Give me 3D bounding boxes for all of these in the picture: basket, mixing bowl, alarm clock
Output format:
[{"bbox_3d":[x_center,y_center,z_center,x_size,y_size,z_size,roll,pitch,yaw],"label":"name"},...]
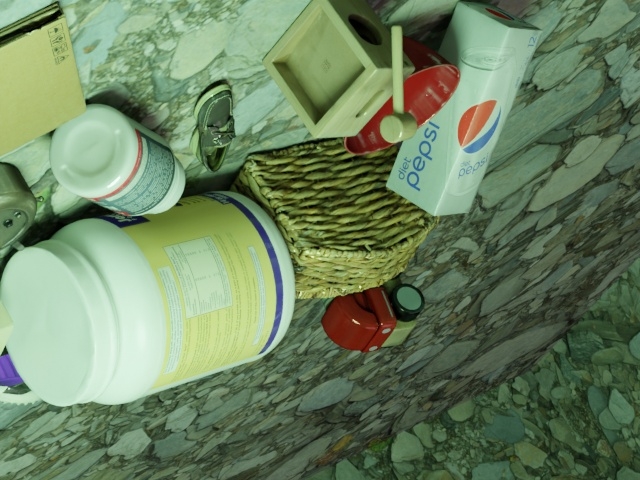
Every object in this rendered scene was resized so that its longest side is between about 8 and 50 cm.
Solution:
[{"bbox_3d":[0.000,0.000,2.178,0.299,0.213,0.223,-15,153,-43],"label":"basket"},{"bbox_3d":[0.083,-0.207,1.988,0.181,0.098,0.181,-30,160,-12],"label":"mixing bowl"},{"bbox_3d":[-0.395,-0.031,1.700,0.129,0.064,0.192,-37,158,9],"label":"alarm clock"}]

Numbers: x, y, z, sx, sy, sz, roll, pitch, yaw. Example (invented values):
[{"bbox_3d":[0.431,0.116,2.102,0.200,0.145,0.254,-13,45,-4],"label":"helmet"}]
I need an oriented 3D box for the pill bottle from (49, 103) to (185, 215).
[{"bbox_3d":[-0.229,-0.086,1.756,0.108,0.108,0.180,-37,161,9],"label":"pill bottle"}]

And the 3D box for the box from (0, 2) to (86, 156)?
[{"bbox_3d":[-0.329,-0.152,1.567,0.164,0.021,0.201,-29,161,-14],"label":"box"}]

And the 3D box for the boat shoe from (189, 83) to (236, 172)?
[{"bbox_3d":[-0.128,-0.139,1.882,0.056,0.049,0.152,-26,159,-20],"label":"boat shoe"}]

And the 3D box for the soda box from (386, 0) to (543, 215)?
[{"bbox_3d":[0.197,-0.180,2.080,0.091,0.098,0.286,-6,123,-51],"label":"soda box"}]

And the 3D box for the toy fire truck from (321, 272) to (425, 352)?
[{"bbox_3d":[0.022,0.062,2.400,0.246,0.217,0.158,-6,150,-27],"label":"toy fire truck"}]

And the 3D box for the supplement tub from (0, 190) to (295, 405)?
[{"bbox_3d":[-0.223,0.076,1.958,0.331,0.241,0.241,-15,153,-44],"label":"supplement tub"}]

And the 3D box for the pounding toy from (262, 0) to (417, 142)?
[{"bbox_3d":[0.061,-0.199,1.804,0.094,0.206,0.181,-9,149,-51],"label":"pounding toy"}]

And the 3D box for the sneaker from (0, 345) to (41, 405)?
[{"bbox_3d":[-0.456,0.137,1.966,0.293,0.102,0.146,2,127,-54],"label":"sneaker"}]

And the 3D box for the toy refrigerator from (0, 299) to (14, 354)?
[{"bbox_3d":[-0.518,0.124,1.808,0.269,0.102,0.094,-20,157,-37],"label":"toy refrigerator"}]
